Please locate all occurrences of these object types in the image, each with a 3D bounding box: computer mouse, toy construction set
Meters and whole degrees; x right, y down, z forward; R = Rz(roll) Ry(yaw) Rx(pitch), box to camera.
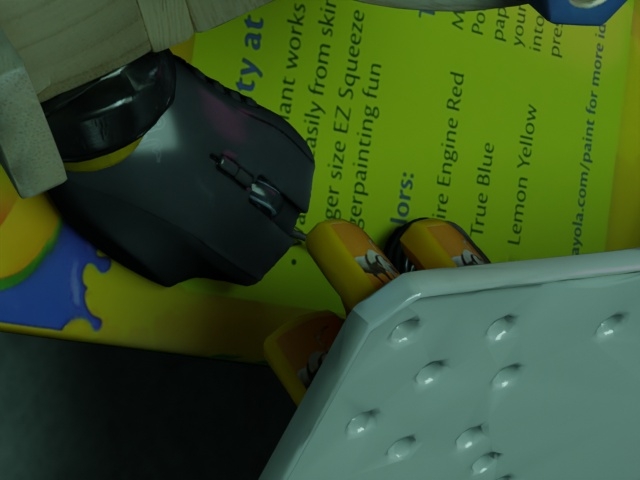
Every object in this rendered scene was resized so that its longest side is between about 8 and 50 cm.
[{"bbox_3d":[0.000,0.000,0.670,0.242,0.041,0.071,27,75,-36],"label":"computer mouse"},{"bbox_3d":[-0.065,-0.162,0.529,0.237,0.257,0.309,-27,69,-4],"label":"toy construction set"}]

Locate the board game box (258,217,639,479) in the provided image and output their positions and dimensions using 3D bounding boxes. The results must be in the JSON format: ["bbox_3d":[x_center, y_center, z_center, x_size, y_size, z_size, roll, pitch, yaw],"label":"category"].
[{"bbox_3d":[0.088,0.127,0.788,0.390,0.050,0.390,-6,137,-38],"label":"board game box"}]

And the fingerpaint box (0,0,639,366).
[{"bbox_3d":[-0.032,-0.173,0.767,0.371,0.163,0.445,10,86,-37],"label":"fingerpaint box"}]
